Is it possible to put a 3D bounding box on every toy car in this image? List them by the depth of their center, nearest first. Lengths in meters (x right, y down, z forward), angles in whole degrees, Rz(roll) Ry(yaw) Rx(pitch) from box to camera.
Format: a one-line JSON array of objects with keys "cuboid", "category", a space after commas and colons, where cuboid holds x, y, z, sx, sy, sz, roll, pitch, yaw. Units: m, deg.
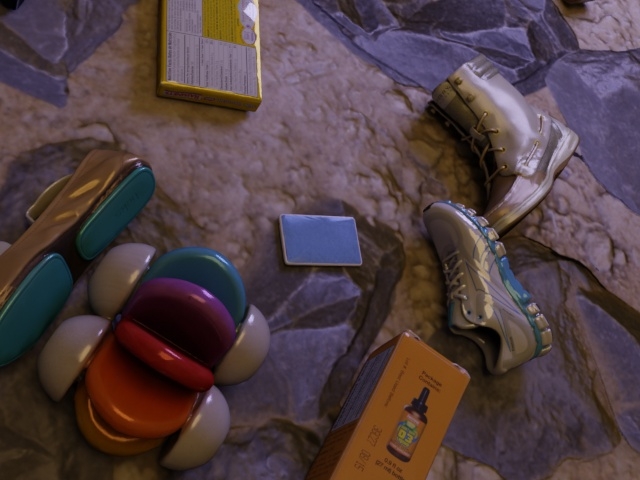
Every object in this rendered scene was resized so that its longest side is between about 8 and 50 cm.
[{"cuboid": [-0.121, 0.080, 0.700, 0.159, 0.136, 0.182, 32, 58, -8], "category": "toy car"}]

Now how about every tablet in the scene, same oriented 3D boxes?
[{"cuboid": [0.000, 0.000, 0.872, 0.083, 0.006, 0.054, 2, 66, -25], "category": "tablet"}]

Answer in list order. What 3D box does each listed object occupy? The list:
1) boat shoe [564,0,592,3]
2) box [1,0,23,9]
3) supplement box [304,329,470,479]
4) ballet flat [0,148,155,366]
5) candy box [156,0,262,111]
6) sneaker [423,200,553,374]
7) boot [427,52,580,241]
[{"cuboid": [0.338, -0.394, 1.184, 0.059, 0.063, 0.170, -5, 78, -29], "category": "boat shoe"}, {"cuboid": [-0.316, -0.332, 0.832, 0.156, 0.093, 0.158, 27, 57, -11], "category": "box"}, {"cuboid": [0.043, 0.195, 0.759, 0.078, 0.080, 0.233, 36, 59, -6], "category": "supplement box"}, {"cuboid": [-0.228, 0.009, 0.736, 0.073, 0.080, 0.232, 21, 52, 18], "category": "ballet flat"}, {"cuboid": [-0.115, -0.233, 0.916, 0.105, 0.027, 0.206, 6, 64, -20], "category": "candy box"}, {"cuboid": [0.151, 0.048, 0.885, 0.083, 0.071, 0.191, -29, 80, -26], "category": "sneaker"}, {"cuboid": [0.180, -0.105, 0.963, 0.165, 0.077, 0.213, 43, 50, -2], "category": "boot"}]
